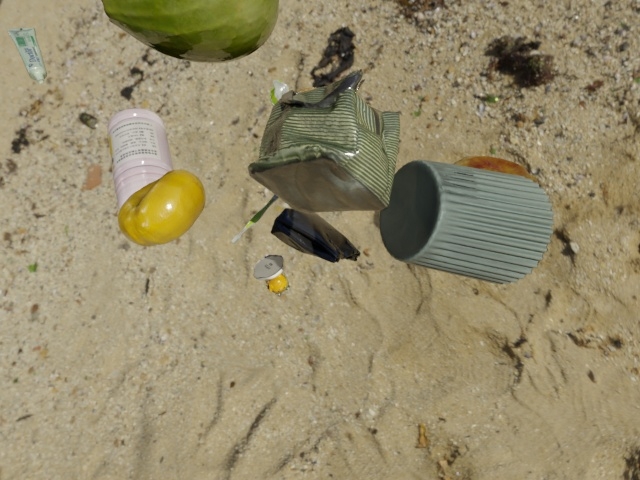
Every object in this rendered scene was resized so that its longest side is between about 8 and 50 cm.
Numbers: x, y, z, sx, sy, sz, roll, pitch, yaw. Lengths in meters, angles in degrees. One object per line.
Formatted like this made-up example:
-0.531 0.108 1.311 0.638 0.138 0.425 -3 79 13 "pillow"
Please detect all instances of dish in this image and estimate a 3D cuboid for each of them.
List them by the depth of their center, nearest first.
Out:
-0.137 -0.477 1.478 0.039 0.091 0.137 -41 48 46 "dish"

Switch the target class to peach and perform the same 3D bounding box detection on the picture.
-0.295 -0.063 0.833 0.179 0.103 0.179 -26 26 14 "peach"

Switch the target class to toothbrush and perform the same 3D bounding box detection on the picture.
-0.208 -0.079 1.443 0.263 0.026 0.022 -44 85 21 "toothbrush"

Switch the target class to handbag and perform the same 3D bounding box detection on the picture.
0.015 -0.211 0.989 0.341 0.247 0.240 2 67 47 "handbag"
0.000 0.000 1.754 0.288 0.342 0.152 33 104 23 "handbag"

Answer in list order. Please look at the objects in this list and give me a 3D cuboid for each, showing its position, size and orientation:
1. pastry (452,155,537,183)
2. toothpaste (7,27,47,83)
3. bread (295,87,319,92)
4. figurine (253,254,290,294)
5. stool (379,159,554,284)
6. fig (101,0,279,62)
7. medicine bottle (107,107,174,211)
0.594 -0.176 1.567 0.356 0.163 0.356 -1 39 1 "pastry"
-0.746 -0.480 1.131 0.218 0.064 0.041 58 152 22 "toothpaste"
-0.094 -0.489 1.797 0.171 0.192 0.313 150 126 -78 "bread"
-0.222 0.173 2.155 0.167 0.141 0.250 -35 24 -4 "figurine"
0.350 -0.052 1.110 0.297 0.330 0.297 -33 52 58 "stool"
-0.233 -0.464 0.788 0.316 0.316 0.315 -15 63 32 "fig"
-0.403 -0.168 1.002 0.133 0.133 0.249 -32 62 23 "medicine bottle"
